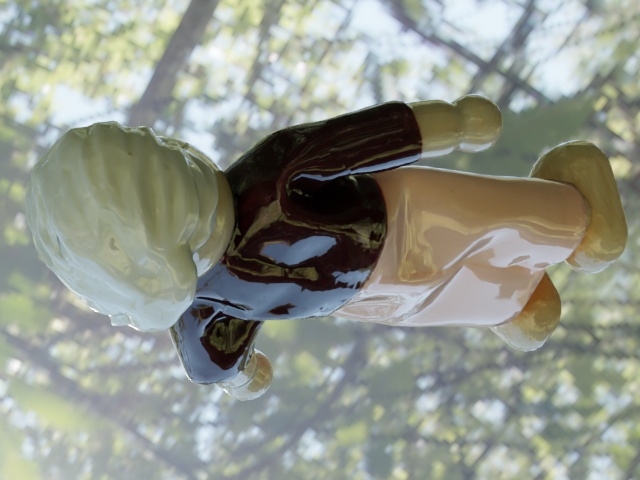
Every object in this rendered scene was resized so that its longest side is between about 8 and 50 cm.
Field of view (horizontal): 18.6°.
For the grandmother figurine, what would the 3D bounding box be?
[{"bbox_3d":[0.000,0.000,0.953,0.342,0.208,0.104,7,-149,-47],"label":"grandmother figurine"}]
